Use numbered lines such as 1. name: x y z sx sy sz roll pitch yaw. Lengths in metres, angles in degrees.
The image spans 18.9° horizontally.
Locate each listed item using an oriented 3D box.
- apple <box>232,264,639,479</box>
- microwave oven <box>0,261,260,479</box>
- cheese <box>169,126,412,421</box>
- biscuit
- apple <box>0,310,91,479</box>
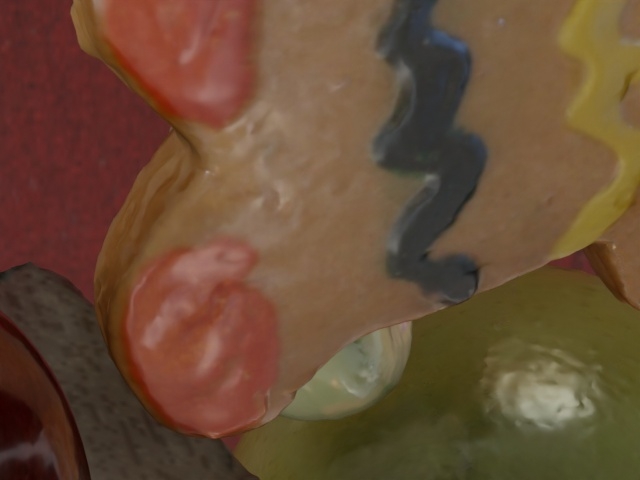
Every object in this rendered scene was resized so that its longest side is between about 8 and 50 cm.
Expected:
1. apple: 0.088 0.172 1.184 0.312 0.360 0.320 9 97 -1
2. microwave oven: -0.225 0.226 0.744 0.432 0.374 0.236 -17 137 -39
3. cheese: 0.000 0.000 0.736 0.064 0.227 0.137 -11 84 11
4. biscuit: 0.069 -0.046 0.415 0.250 0.036 0.165 -15 126 -18
5. apple: -0.152 0.098 0.423 0.234 0.234 0.234 -4 127 -5
